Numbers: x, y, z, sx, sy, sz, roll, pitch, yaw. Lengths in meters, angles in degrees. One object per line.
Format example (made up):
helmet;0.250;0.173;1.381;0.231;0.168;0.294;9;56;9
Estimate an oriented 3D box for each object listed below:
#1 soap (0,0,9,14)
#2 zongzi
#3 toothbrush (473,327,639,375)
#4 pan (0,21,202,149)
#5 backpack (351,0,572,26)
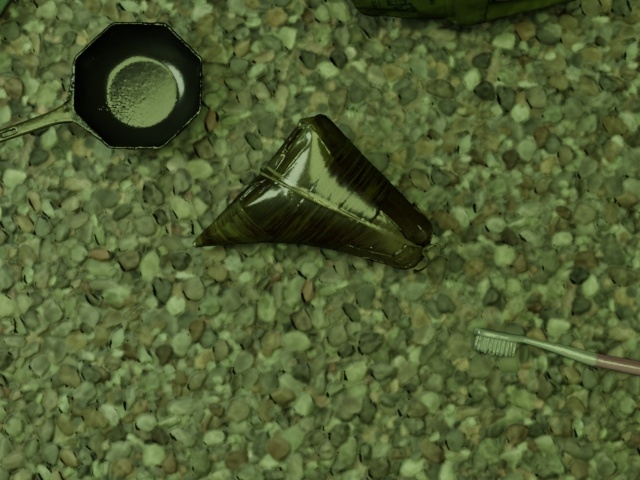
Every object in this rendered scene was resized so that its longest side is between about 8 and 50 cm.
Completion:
soap;-0.397;-0.229;1.166;0.119;0.066;0.198;30;83;5
zongzi;0.000;0.000;1.141;0.187;0.084;0.184;44;98;1
toothbrush;0.291;0.123;1.151;0.286;0.020;0.025;10;91;1
pan;-0.218;-0.151;1.166;0.202;0.048;0.128;1;81;-2
backpack;0.140;-0.299;1.119;0.253;0.207;0.140;-11;67;5
